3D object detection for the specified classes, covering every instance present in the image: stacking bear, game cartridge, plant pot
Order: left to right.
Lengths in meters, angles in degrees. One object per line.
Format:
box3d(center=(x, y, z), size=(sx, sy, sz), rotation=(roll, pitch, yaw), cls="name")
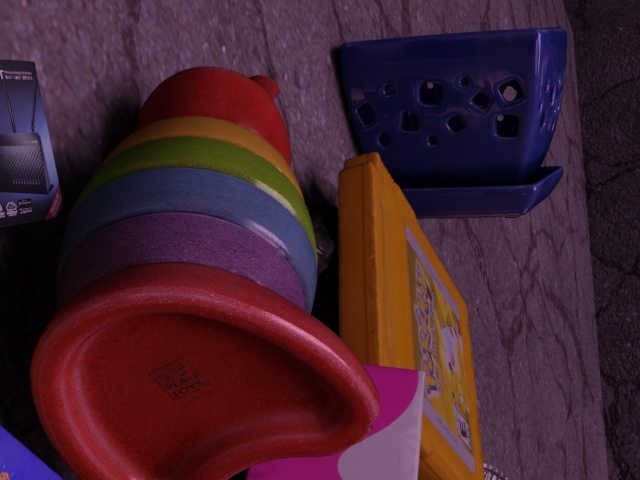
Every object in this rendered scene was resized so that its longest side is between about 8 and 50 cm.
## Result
box3d(center=(-0.075, -0.006, 0.626), size=(0.164, 0.175, 0.289), rotation=(51, 22, -33), cls="stacking bear")
box3d(center=(0.097, 0.104, 1.019), size=(0.323, 0.053, 0.285), rotation=(56, 27, -50), cls="game cartridge")
box3d(center=(0.172, -0.141, 1.189), size=(0.236, 0.236, 0.212), rotation=(-26, 113, -66), cls="plant pot")

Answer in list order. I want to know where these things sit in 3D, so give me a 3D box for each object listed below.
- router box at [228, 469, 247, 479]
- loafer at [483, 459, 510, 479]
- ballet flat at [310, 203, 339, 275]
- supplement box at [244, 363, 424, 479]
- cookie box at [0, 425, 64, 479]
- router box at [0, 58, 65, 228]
box3d(center=(-0.093, 0.163, 0.670), size=(0.179, 0.046, 0.133), rotation=(-78, 149, -42), cls="router box")
box3d(center=(0.216, 0.361, 1.308), size=(0.251, 0.087, 0.094), rotation=(49, 63, -35), cls="loafer")
box3d(center=(0.000, 0.000, 0.976), size=(0.057, 0.049, 0.173), rotation=(53, 18, 3), cls="ballet flat")
box3d(center=(0.012, 0.194, 0.731), size=(0.220, 0.111, 0.114), rotation=(91, 8, -50), cls="supplement box")
box3d(center=(-0.142, 0.116, 0.369), size=(0.107, 0.040, 0.092), rotation=(59, 31, -41), cls="cookie box")
box3d(center=(-0.192, -0.048, 0.522), size=(0.122, 0.038, 0.092), rotation=(-21, 101, -67), cls="router box")
